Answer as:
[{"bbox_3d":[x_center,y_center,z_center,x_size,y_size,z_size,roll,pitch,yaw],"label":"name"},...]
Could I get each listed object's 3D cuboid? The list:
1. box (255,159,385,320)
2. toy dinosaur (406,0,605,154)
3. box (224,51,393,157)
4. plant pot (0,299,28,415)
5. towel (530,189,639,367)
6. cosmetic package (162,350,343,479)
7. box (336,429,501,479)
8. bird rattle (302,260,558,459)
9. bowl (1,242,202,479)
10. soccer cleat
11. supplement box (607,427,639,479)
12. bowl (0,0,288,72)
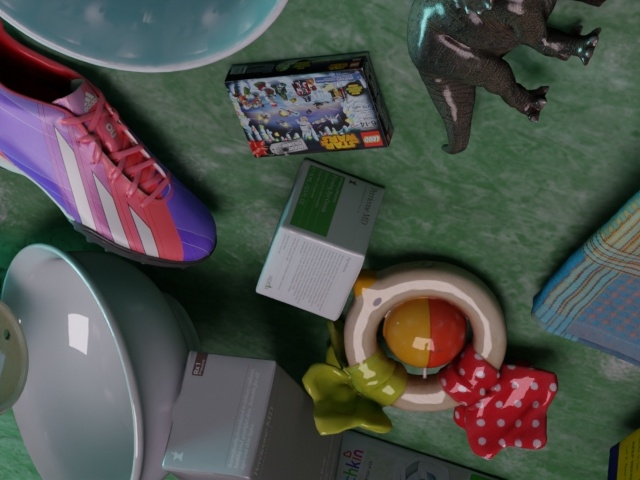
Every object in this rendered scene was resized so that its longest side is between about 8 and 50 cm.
[{"bbox_3d":[0.000,0.000,1.591,0.087,0.101,0.102,21,136,-3],"label":"box"},{"bbox_3d":[0.139,-0.183,1.375,0.160,0.121,0.313,24,156,-6],"label":"toy dinosaur"},{"bbox_3d":[-0.010,-0.123,1.527,0.137,0.027,0.094,-4,133,21],"label":"box"},{"bbox_3d":[-0.454,0.140,1.755,0.274,0.256,0.256,-11,129,32],"label":"plant pot"},{"bbox_3d":[0.376,0.042,1.494,0.271,0.040,0.370,25,149,-6],"label":"towel"},{"bbox_3d":[-0.064,0.209,1.684,0.107,0.127,0.238,5,161,18],"label":"cosmetic package"},{"bbox_3d":[0.065,0.362,1.906,0.231,0.127,0.262,18,136,2],"label":"box"},{"bbox_3d":[0.112,0.120,1.662,0.253,0.143,0.207,5,118,10],"label":"bird rattle"},{"bbox_3d":[-0.212,0.136,1.728,0.134,0.298,0.298,-12,149,-34],"label":"bowl"},{"bbox_3d":[-0.220,-0.088,1.581,0.318,0.109,0.116,35,130,-12],"label":"soccer cleat"},{"bbox_3d":[0.434,0.247,1.556,0.195,0.194,0.356,17,149,-13],"label":"supplement box"},{"bbox_3d":[-0.144,-0.304,1.299,0.311,0.163,0.311,10,136,10],"label":"bowl"}]
